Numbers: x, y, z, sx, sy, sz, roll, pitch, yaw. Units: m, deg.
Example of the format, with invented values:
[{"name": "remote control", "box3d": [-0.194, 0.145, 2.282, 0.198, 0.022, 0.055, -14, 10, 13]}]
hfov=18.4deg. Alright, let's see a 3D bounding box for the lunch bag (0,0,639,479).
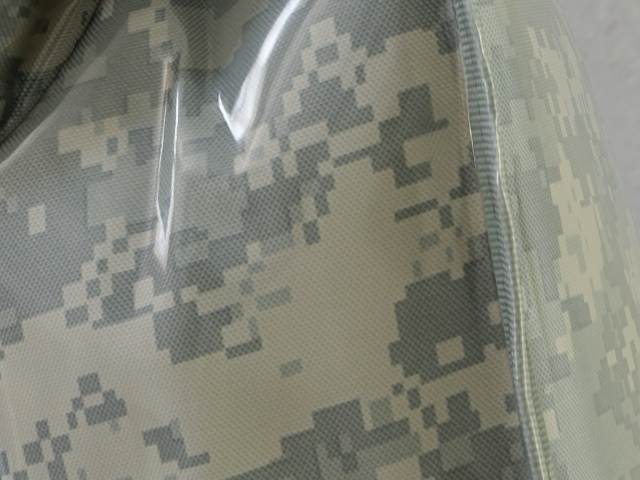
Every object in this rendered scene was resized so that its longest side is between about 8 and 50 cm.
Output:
[{"name": "lunch bag", "box3d": [0.000, 0.000, 0.523, 0.169, 0.235, 0.287, -9, 93, 14]}]
